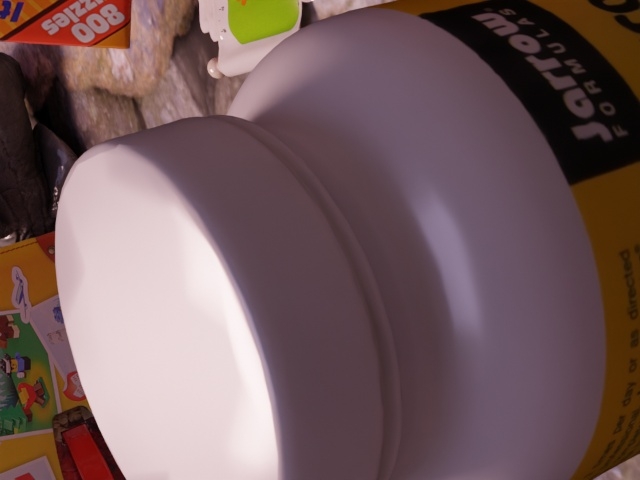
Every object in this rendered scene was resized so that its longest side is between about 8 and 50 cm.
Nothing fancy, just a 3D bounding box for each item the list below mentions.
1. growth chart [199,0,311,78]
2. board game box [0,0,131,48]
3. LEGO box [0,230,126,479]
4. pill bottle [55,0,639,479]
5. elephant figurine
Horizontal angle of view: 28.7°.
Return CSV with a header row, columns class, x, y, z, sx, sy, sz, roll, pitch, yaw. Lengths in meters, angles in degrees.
class,x,y,z,sx,sy,sz,roll,pitch,yaw
growth chart,-0.069,-0.229,0.885,0.172,0.021,0.237,-20,89,57
board game box,-0.280,-0.364,0.713,0.356,0.357,0.356,-104,21,-46
LEGO box,-0.242,0.292,1.221,0.500,0.193,0.372,64,152,12
pill bottle,0.082,-0.006,0.476,0.188,0.334,0.188,31,130,45
elephant figurine,-0.312,-0.061,1.241,0.169,0.186,0.239,-29,92,14
